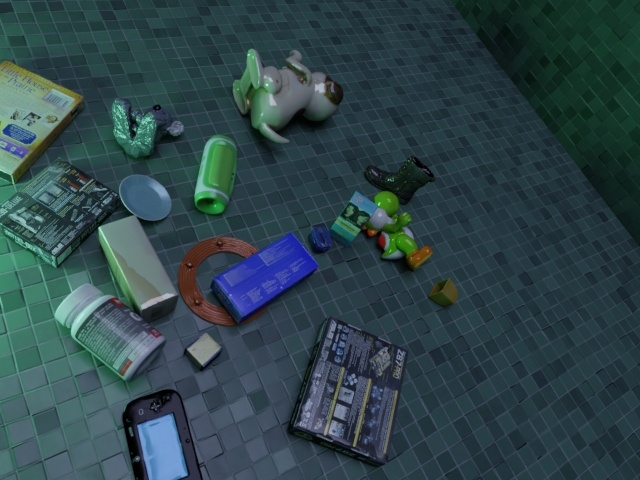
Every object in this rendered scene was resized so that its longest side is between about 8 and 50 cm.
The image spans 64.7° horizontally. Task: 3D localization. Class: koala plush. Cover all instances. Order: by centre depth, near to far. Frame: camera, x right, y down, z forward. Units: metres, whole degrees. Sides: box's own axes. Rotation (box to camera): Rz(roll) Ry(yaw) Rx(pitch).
[{"bbox_3d":[-0.636,-0.429,1.885,0.196,0.203,0.221,23,33,6],"label":"koala plush"}]

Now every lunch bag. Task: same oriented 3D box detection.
[{"bbox_3d":[0.000,0.000,1.929,0.067,0.065,0.098,-8,64,-26],"label":"lunch bag"}]

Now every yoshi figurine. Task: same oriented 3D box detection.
[{"bbox_3d":[0.309,-0.065,2.030,0.362,0.203,0.203,47,39,12],"label":"yoshi figurine"}]

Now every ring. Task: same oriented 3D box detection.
[{"bbox_3d":[-0.317,0.130,1.744,0.337,0.032,0.336,10,57,-16],"label":"ring"}]

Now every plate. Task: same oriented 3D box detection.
[{"bbox_3d":[-0.613,-0.146,1.767,0.188,0.024,0.188,28,43,-30],"label":"plate"}]

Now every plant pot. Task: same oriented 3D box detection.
[{"bbox_3d":[0.495,0.213,1.996,0.083,0.081,0.081,45,54,-7],"label":"plant pot"}]

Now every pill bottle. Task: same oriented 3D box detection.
[{"bbox_3d":[-0.608,0.261,1.468,0.283,0.161,0.161,38,54,3],"label":"pill bottle"}]

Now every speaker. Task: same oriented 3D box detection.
[{"bbox_3d":[-0.387,-0.249,1.885,0.131,0.131,0.296,12,57,-15],"label":"speaker"}]

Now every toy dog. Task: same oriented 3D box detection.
[{"bbox_3d":[-0.104,-0.609,2.124,0.408,0.284,0.395,-11,66,-29],"label":"toy dog"}]

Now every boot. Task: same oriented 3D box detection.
[{"bbox_3d":[0.339,-0.287,2.136,0.263,0.229,0.091,36,54,1],"label":"boot"}]

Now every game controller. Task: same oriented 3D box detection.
[{"bbox_3d":[-0.438,0.582,1.403,0.167,0.067,0.319,-11,65,-27],"label":"game controller"}]

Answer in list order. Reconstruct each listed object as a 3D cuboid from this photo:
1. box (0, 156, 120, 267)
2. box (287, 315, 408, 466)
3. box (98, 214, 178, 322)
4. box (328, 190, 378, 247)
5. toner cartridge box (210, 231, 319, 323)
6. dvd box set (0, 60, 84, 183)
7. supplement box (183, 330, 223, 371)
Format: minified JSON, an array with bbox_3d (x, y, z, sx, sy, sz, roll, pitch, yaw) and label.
[{"bbox_3d":[-0.849,-0.097,1.637,0.243,0.076,0.307,32,54,-2],"label":"box"},{"bbox_3d":[0.103,0.486,1.662,0.319,0.097,0.394,23,55,-6],"label":"box"},{"bbox_3d":[-0.576,0.092,1.594,0.121,0.148,0.311,-24,70,-31],"label":"box"},{"bbox_3d":[0.118,-0.074,1.910,0.101,0.244,0.060,33,54,0],"label":"box"},{"bbox_3d":[-0.186,0.122,1.738,0.348,0.075,0.165,-32,75,-34],"label":"toner cartridge box"},{"bbox_3d":[-1.075,-0.420,1.748,0.308,0.062,0.420,25,55,-7],"label":"dvd box set"},{"bbox_3d":[-0.367,0.345,1.579,0.083,0.056,0.083,44,55,6],"label":"supplement box"}]
